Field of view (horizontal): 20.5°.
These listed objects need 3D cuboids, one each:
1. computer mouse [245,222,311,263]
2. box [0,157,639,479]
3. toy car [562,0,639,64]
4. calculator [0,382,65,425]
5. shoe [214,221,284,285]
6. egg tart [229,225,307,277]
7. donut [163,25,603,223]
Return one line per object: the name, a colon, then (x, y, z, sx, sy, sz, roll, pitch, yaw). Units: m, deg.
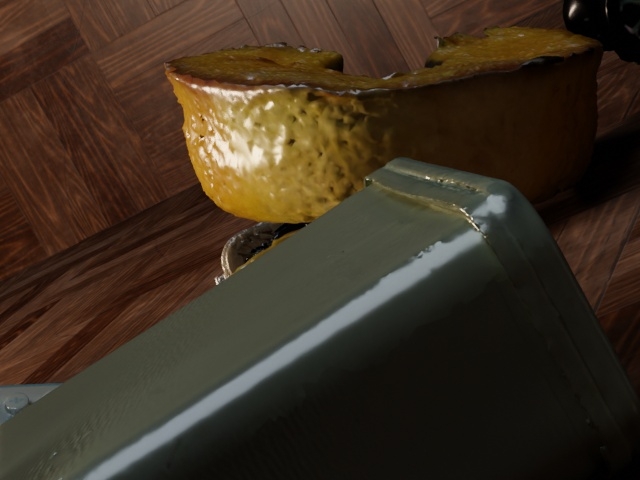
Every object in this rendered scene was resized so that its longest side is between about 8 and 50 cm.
computer mouse: (0.000, 0.000, 1.899, 0.241, 0.077, 0.146, -28, -2, 2)
box: (-0.018, 0.116, 1.094, 0.344, 0.177, 0.352, -33, 10, -4)
toy car: (0.314, -0.302, 1.795, 0.176, 0.359, 0.213, -34, 7, -1)
calculator: (-0.280, 0.183, 1.453, 0.386, 0.054, 0.256, -7, 19, -8)
shoe: (-0.041, 0.010, 2.030, 0.180, 0.089, 0.092, -31, -3, -24)
egg tart: (-0.032, 0.056, 1.694, 0.279, 0.095, 0.279, -27, 7, 4)
donut: (0.066, -0.107, 1.730, 0.435, 0.163, 0.377, -4, 12, 1)
